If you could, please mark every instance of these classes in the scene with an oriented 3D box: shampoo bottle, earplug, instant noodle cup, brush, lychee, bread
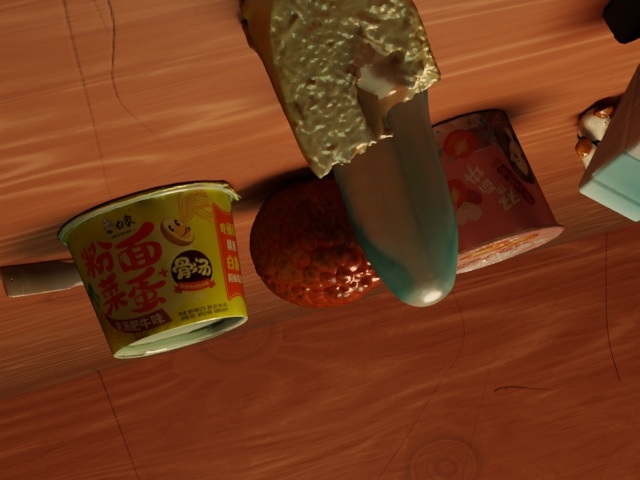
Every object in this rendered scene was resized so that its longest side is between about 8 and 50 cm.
[{"bbox_3d":[0.452,-0.344,1.554,0.098,0.071,0.309,-21,168,-13],"label":"shampoo bottle"},{"bbox_3d":[0.110,-0.064,1.761,0.185,0.324,0.185,-17,169,-3],"label":"earplug"},{"bbox_3d":[0.269,-0.084,2.159,0.243,0.231,0.243,-17,170,-3],"label":"instant noodle cup"},{"bbox_3d":[-0.257,0.056,2.084,0.311,0.221,0.311,-17,170,-3],"label":"instant noodle cup"},{"bbox_3d":[-0.420,0.051,2.251,0.321,0.060,0.050,-8,154,-41],"label":"brush"},{"bbox_3d":[0.000,0.000,2.198,0.255,0.255,0.300,-14,-158,-17],"label":"lychee"},{"bbox_3d":[0.016,-0.233,1.423,0.184,0.224,0.211,-24,-150,5],"label":"bread"}]

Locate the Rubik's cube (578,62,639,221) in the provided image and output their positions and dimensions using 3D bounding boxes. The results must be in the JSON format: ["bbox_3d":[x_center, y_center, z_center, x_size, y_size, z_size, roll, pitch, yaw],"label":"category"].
[{"bbox_3d":[0.587,-0.160,1.708,0.316,0.318,0.322,28,169,0],"label":"Rubik's cube"}]

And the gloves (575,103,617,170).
[{"bbox_3d":[0.546,-0.198,2.373,0.140,0.131,0.218,-17,139,11],"label":"gloves"}]
